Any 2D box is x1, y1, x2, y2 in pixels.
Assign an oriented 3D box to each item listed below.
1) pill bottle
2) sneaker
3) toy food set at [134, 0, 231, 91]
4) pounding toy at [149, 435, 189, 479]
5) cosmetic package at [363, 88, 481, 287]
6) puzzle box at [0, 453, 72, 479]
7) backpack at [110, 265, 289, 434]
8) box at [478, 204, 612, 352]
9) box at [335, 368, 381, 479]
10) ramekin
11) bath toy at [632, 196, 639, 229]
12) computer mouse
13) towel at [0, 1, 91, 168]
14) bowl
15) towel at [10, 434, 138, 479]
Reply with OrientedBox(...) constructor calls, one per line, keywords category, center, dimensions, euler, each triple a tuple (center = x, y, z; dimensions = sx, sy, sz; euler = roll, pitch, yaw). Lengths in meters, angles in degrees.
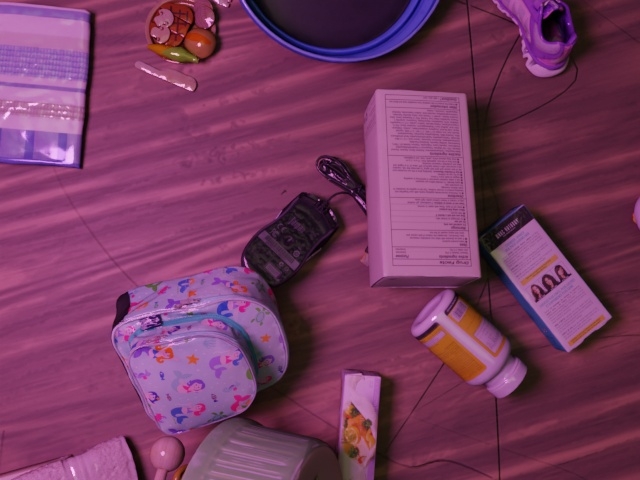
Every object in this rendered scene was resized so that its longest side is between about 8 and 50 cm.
OrientedBox(category="pill bottle", center=(0.250, 0.175, 1.070), dimensions=(0.184, 0.103, 0.103), euler=(42, 86, 1))
OrientedBox(category="sneaker", center=(0.376, -0.407, 1.112), dimensions=(0.095, 0.104, 0.236), euler=(-25, 87, -2))
OrientedBox(category="toy food set", center=(-0.242, -0.371, 1.119), dimensions=(0.133, 0.038, 0.192), euler=(21, 86, -1))
OrientedBox(category="pounding toy", center=(-0.211, 0.418, 1.023), dimensions=(0.110, 0.237, 0.182), euler=(-9, 57, 37))
OrientedBox(category="cosmetic package", center=(0.160, -0.082, 1.049), dimensions=(0.160, 0.113, 0.309), euler=(2, 77, -8))
OrientedBox(category="puzzle box", center=(-0.496, 0.587, 1.044), dimensions=(0.272, 0.052, 0.408), euler=(-14, 87, -4))
OrientedBox(category="backpack", center=(-0.177, 0.165, 1.004), dimensions=(0.254, 0.191, 0.225), euler=(-17, 121, -8))
OrientedBox(category="box", center=(0.377, 0.065, 1.103), dimensions=(0.101, 0.060, 0.244), euler=(-37, 88, -4))
OrientedBox(category="box", center=(0.056, 0.380, 1.070), dimensions=(0.063, 0.067, 0.323), euler=(5, 87, -1))
OrientedBox(category="ramekin", center=(-0.077, 0.419, 0.928), dimensions=(0.148, 0.303, 0.303), euler=(0, 86, 22))
OrientedBox(category="bath toy", center=(0.648, -0.165, 1.094), dimensions=(0.152, 0.129, 0.348), euler=(27, 87, 0))
OrientedBox(category="computer mouse", center=(0.000, 0.000, 1.099), dimensions=(0.184, 0.060, 0.262), euler=(38, 77, 1))
OrientedBox(category="towel", center=(-0.508, -0.270, 1.108), dimensions=(0.209, 0.034, 0.284), euler=(3, 88, -4))
OrientedBox(category="bowl", center=(0.026, -0.493, 1.073), dimensions=(0.392, 0.077, 0.390), euler=(-2, 97, -14))
OrientedBox(category="towel", center=(-0.364, 0.477, 1.014), dimensions=(0.187, 0.049, 0.282), euler=(-14, 87, -36))
